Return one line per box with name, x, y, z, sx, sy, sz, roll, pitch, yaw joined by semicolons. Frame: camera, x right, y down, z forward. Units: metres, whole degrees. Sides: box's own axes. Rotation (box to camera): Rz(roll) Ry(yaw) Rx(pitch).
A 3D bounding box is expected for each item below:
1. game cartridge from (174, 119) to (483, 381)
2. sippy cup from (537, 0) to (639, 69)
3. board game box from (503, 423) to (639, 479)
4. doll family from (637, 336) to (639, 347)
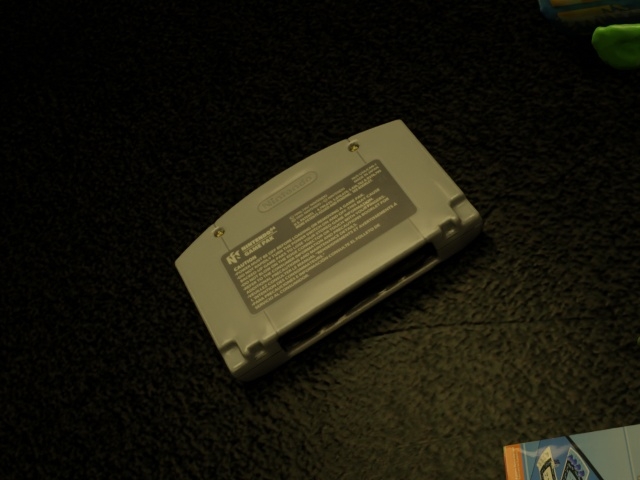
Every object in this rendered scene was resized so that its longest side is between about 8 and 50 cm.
game cartridge;0.000;0.000;1.207;0.297;0.062;0.198;-32;43;-1
sippy cup;0.342;-0.316;1.193;0.224;0.240;0.305;-9;11;32
board game box;0.229;0.280;0.892;0.145;0.027;0.281;-12;50;15
doll family;0.336;0.129;0.903;0.193;0.111;0.076;14;62;33
